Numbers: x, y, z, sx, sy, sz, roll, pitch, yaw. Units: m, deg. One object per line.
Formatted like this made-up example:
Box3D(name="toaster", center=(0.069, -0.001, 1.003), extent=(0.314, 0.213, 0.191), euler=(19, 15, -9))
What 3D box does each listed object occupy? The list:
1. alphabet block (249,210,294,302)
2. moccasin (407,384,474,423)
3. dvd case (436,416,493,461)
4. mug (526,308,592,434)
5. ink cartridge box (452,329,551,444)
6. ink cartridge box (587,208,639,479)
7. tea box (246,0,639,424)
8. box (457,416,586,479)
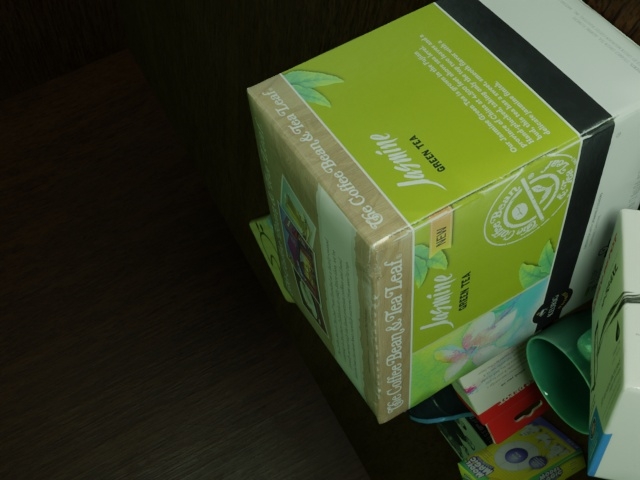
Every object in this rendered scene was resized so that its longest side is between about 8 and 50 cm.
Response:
Box3D(name="alphabet block", center=(0.000, 0.000, 1.703), extent=(0.192, 0.193, 0.197), euler=(65, 166, -3))
Box3D(name="moccasin", center=(0.233, 0.222, 1.465), extent=(0.116, 0.138, 0.342), euler=(66, 152, 6))
Box3D(name="dvd case", center=(0.296, 0.393, 1.699), extent=(0.238, 0.030, 0.179), euler=(51, 162, 38))
Box3D(name="mug", center=(0.320, 0.144, 1.016), extent=(0.129, 0.097, 0.158), euler=(64, 165, -3))
Box3D(name="ink cartridge box", center=(0.236, 0.153, 1.215), extent=(0.231, 0.134, 0.078), euler=(61, 173, -30))
Box3D(name="ink cartridge box", center=(0.295, 0.094, 0.794), extent=(0.148, 0.086, 0.203), euler=(88, -166, -46))
Box3D(name="tea box", center=(0.131, -0.040, 0.893), extent=(0.220, 0.324, 0.329), euler=(54, 164, 33))
Box3D(name="box", center=(0.287, 0.338, 1.319), extent=(0.105, 0.179, 0.043), euler=(36, 150, 60))
